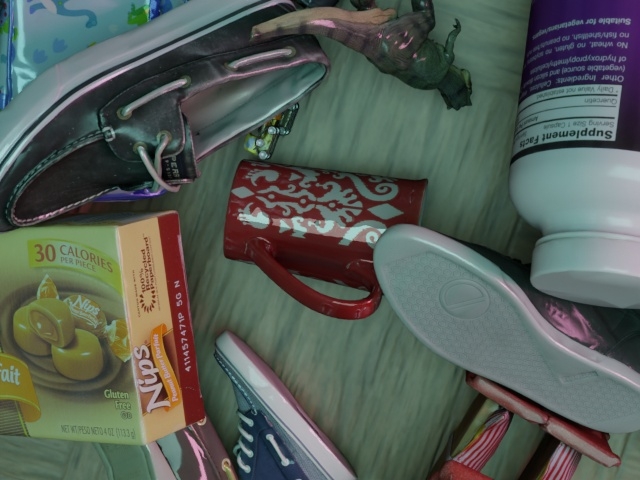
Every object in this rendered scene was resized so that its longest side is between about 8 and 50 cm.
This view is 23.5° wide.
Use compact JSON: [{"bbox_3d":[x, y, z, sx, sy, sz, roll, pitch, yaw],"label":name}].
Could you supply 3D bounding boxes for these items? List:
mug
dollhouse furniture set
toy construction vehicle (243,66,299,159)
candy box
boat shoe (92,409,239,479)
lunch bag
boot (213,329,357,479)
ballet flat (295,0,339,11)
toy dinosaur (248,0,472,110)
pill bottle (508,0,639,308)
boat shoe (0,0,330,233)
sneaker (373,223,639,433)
[{"bbox_3d":[0.002,-0.010,1.362,0.169,0.150,0.113,11,108,5],"label":"mug"},{"bbox_3d":[0.138,0.245,1.277,0.152,0.374,0.201,31,99,2],"label":"dollhouse furniture set"},{"bbox_3d":[-0.041,-0.123,1.375,0.035,0.086,0.098,21,98,5],"label":"toy construction vehicle"},{"bbox_3d":[-0.258,0.072,1.335,0.316,0.087,0.183,-1,99,34],"label":"candy box"},{"bbox_3d":[-0.161,0.142,1.410,0.116,0.096,0.324,-22,91,48],"label":"boat shoe"},{"bbox_3d":[-0.204,-0.144,1.354,0.176,0.090,0.219,2,99,-26],"label":"lunch bag"},{"bbox_3d":[-0.056,0.178,1.424,0.086,0.069,0.190,-39,97,4],"label":"boot"},{"bbox_3d":[-0.078,-0.243,1.369,0.203,0.074,0.074,18,98,-3],"label":"ballet flat"},{"bbox_3d":[0.057,-0.190,1.304,0.268,0.064,0.118,14,82,-41],"label":"toy dinosaur"},{"bbox_3d":[0.255,-0.114,1.272,0.181,0.181,0.323,8,77,1],"label":"pill bottle"},{"bbox_3d":[-0.137,-0.099,1.255,0.335,0.121,0.119,-36,65,-16],"label":"boat shoe"},{"bbox_3d":[0.173,0.043,1.349,0.295,0.147,0.104,31,132,-17],"label":"sneaker"}]
